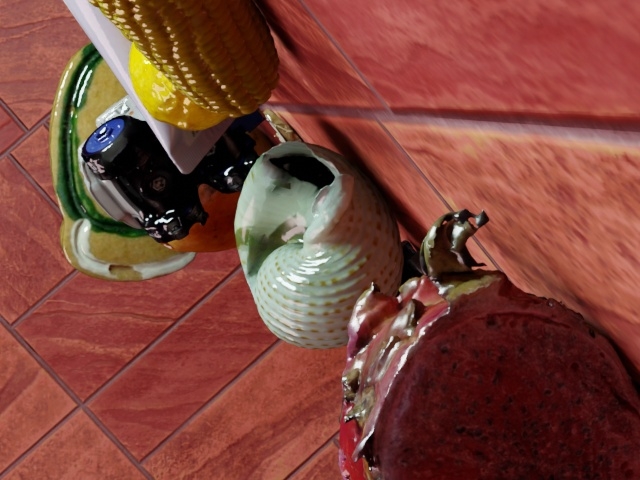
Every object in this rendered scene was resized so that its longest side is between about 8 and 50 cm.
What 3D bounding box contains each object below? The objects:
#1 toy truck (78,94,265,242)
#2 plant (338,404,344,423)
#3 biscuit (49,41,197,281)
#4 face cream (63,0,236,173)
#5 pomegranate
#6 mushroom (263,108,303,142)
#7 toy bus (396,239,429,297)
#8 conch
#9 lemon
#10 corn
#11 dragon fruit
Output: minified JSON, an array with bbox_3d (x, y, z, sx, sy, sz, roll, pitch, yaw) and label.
[{"bbox_3d":[-0.183,-0.123,1.528,0.161,0.213,0.177,54,178,-39],"label":"toy truck"},{"bbox_3d":[0.126,0.204,1.403,0.188,0.199,0.276,53,175,12],"label":"plant"},{"bbox_3d":[-0.230,-0.114,1.803,0.057,0.287,0.344,-161,70,-65],"label":"biscuit"},{"bbox_3d":[-0.167,-0.209,1.232,0.096,0.154,0.274,-14,122,40],"label":"face cream"},{"bbox_3d":[-0.154,-0.080,1.706,0.209,0.209,0.209,48,176,5],"label":"pomegranate"},{"bbox_3d":[-0.028,-0.102,1.417,0.101,0.019,0.049,52,174,-18],"label":"mushroom"},{"bbox_3d":[0.115,0.093,1.244,0.185,0.090,0.106,47,177,47],"label":"toy bus"},{"bbox_3d":[0.012,0.003,1.201,0.131,0.200,0.172,7,-137,-33],"label":"conch"},{"bbox_3d":[-0.112,-0.153,1.142,0.114,0.114,0.155,50,-172,-12],"label":"lemon"},{"bbox_3d":[-0.118,-0.194,0.946,0.106,0.106,0.305,46,178,35],"label":"corn"},{"bbox_3d":[0.110,0.119,0.880,0.147,0.211,0.282,171,84,-78],"label":"dragon fruit"}]
